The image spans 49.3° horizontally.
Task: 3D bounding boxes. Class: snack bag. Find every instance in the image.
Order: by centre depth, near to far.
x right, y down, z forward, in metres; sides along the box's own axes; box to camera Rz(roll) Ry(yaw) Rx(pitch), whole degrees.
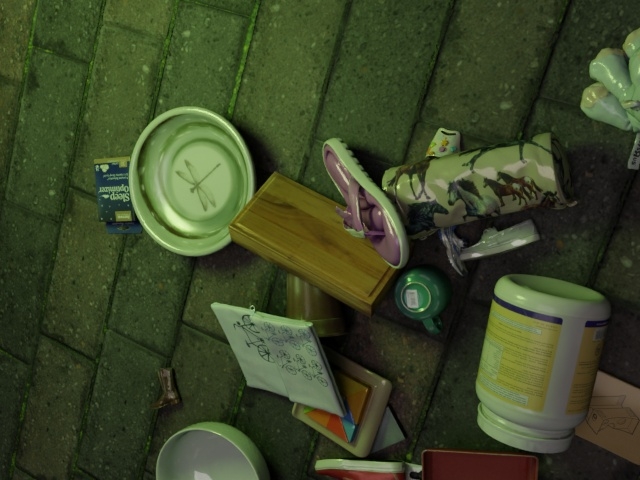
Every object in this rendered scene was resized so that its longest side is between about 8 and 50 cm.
[{"bbox_3d":[-0.114,0.297,1.758,0.343,0.037,0.323,9,132,35],"label":"snack bag"}]

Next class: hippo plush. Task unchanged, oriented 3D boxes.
[{"bbox_3d":[0.629,-0.284,1.365,0.234,0.236,0.294,6,98,23],"label":"hippo plush"}]

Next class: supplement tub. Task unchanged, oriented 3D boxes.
[{"bbox_3d":[0.469,0.258,1.500,0.241,0.241,0.331,13,101,22],"label":"supplement tub"}]

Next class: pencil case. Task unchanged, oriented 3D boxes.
[{"bbox_3d":[0.353,-0.114,1.554,0.410,0.160,0.183,-11,106,25],"label":"pencil case"}]

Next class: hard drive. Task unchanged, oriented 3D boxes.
[{"bbox_3d":[0.144,0.490,1.793,0.135,0.022,0.094,-31,83,24],"label":"hard drive"}]

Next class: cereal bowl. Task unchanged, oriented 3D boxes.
[{"bbox_3d":[-0.280,0.659,1.938,0.339,0.141,0.338,3,97,25],"label":"cereal bowl"}]

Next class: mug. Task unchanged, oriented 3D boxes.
[{"bbox_3d":[0.251,0.136,1.662,0.158,0.097,0.129,40,110,15],"label":"mug"}]

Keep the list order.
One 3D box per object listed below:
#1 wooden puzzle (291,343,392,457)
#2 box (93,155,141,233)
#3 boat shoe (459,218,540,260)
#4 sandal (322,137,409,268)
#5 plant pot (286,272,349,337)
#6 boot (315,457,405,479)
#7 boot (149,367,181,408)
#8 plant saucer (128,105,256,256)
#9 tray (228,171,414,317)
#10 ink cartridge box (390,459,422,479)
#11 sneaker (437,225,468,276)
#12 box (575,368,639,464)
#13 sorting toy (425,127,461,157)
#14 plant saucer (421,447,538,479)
[{"bbox_3d":[0.048,0.413,1.798,0.239,0.044,0.220,23,102,28],"label":"wooden puzzle"},{"bbox_3d":[-0.595,-0.131,2.048,0.136,0.036,0.225,-1,97,24],"label":"box"},{"bbox_3d":[0.403,-0.002,1.590,0.184,0.066,0.063,-19,78,18],"label":"boat shoe"},{"bbox_3d":[0.079,-0.076,1.621,0.169,0.102,0.416,84,162,-45],"label":"sandal"},{"bbox_3d":[-0.018,0.159,1.759,0.167,0.167,0.165,-7,86,25],"label":"plant pot"},{"bbox_3d":[0.096,0.645,1.774,0.244,0.088,0.176,-3,79,24],"label":"boot"},{"bbox_3d":[-0.470,0.432,2.055,0.106,0.037,0.114,-17,92,12],"label":"boot"},{"bbox_3d":[-0.332,-0.160,1.889,0.401,0.100,0.400,3,98,24],"label":"plant saucer"},{"bbox_3d":[0.000,0.000,1.708,0.411,0.076,0.203,27,62,20],"label":"tray"},{"bbox_3d":[0.258,0.689,1.762,0.189,0.066,0.232,3,76,24],"label":"ink cartridge box"},{"bbox_3d":[0.324,0.019,1.643,0.058,0.052,0.135,-24,88,18],"label":"sneaker"},{"bbox_3d":[0.646,0.385,1.555,0.201,0.021,0.164,24,105,19],"label":"box"},{"bbox_3d":[0.293,-0.226,1.638,0.083,0.045,0.075,16,83,22],"label":"sorting toy"},{"bbox_3d":[0.370,0.586,1.635,0.259,0.047,0.259,0,115,11],"label":"plant saucer"}]
